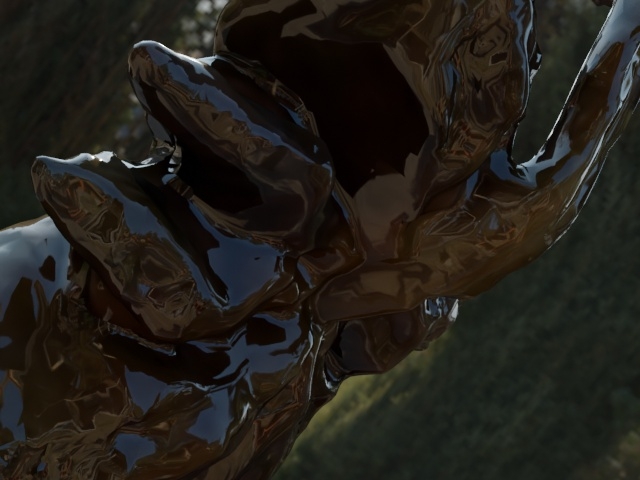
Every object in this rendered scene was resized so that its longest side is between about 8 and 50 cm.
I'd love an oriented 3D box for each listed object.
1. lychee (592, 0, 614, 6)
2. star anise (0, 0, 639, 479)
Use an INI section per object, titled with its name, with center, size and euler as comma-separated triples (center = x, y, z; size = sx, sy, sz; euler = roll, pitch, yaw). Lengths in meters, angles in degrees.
[lychee]
center = 0.242, -0.315, 0.991
size = 0.276, 0.276, 0.304
euler = 36, 6, -41
[star anise]
center = -0.002, 0.000, 0.421
size = 0.109, 0.349, 0.292
euler = 45, -32, 11
